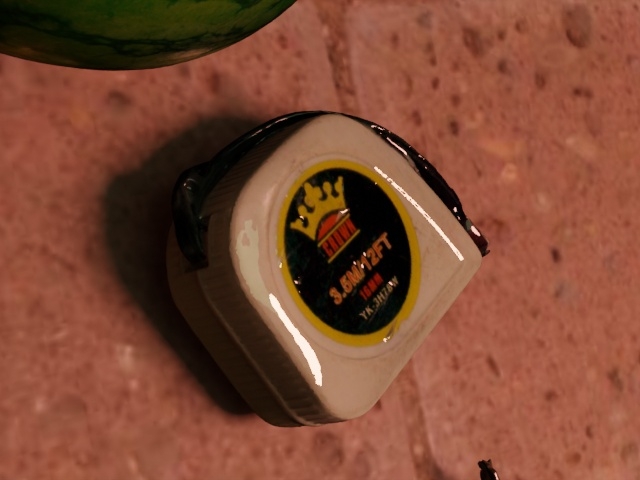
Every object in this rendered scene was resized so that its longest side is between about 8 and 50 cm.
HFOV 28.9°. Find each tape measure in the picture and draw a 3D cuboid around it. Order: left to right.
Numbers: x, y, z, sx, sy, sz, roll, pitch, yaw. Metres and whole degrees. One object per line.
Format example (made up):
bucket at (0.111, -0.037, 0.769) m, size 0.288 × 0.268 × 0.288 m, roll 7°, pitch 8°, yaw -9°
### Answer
tape measure at (0.000, 0.000, 0.903) m, size 0.207 × 0.115 × 0.235 m, roll 54°, pitch 51°, yaw -14°

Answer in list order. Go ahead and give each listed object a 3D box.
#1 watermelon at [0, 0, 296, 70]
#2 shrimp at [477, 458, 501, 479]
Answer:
watermelon at (-0.131, -0.261, 0.726) m, size 0.363 × 0.363 × 0.363 m, roll 6°, pitch 79°, yaw -32°
shrimp at (0.155, 0.298, 0.981) m, size 0.145 × 0.059 × 0.254 m, roll -42°, pitch 110°, yaw -20°
